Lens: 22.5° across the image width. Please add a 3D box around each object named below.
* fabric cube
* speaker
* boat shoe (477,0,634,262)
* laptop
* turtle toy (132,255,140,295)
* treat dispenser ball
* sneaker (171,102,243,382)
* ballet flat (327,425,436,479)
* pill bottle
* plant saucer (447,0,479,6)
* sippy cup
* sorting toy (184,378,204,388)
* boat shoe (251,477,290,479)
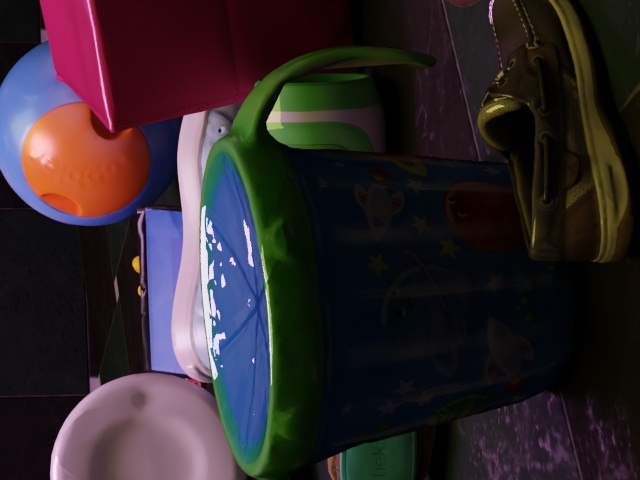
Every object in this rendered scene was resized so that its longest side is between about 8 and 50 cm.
[{"bbox_3d":[-0.136,-0.278,1.541,0.254,0.259,0.258,-140,39,-62],"label":"fabric cube"},{"bbox_3d":[0.000,0.000,1.461,0.131,0.131,0.296,-149,55,-72],"label":"speaker"},{"bbox_3d":[0.137,-0.082,1.022,0.080,0.073,0.223,102,158,-55],"label":"boat shoe"},{"bbox_3d":[-0.134,0.092,1.975,0.264,0.136,0.234,-135,42,-68],"label":"laptop"},{"bbox_3d":[-0.245,0.079,2.523,0.095,0.066,0.130,63,-171,-62],"label":"turtle toy"},{"bbox_3d":[-0.342,-0.166,2.380,0.288,0.288,0.288,175,90,-75],"label":"treat dispenser ball"},{"bbox_3d":[-0.069,-0.025,1.791,0.150,0.135,0.366,-8,76,39],"label":"sneaker"},{"bbox_3d":[0.060,0.066,1.342,0.124,0.116,0.342,-82,-6,-56],"label":"ballet flat"},{"bbox_3d":[-0.197,0.294,1.976,0.392,0.224,0.224,98,165,-78],"label":"pill bottle"},{"bbox_3d":[0.090,-0.318,1.106,0.310,0.050,0.310,-179,90,-76],"label":"plant saucer"},{"bbox_3d":[0.046,0.037,1.109,0.240,0.224,0.305,-109,20,-44],"label":"sippy cup"},{"bbox_3d":[-0.222,0.111,2.400,0.132,0.046,0.274,40,138,39],"label":"sorting toy"},{"bbox_3d":[-0.064,0.341,1.946,0.063,0.066,0.184,-79,-12,-64],"label":"boat shoe"}]
